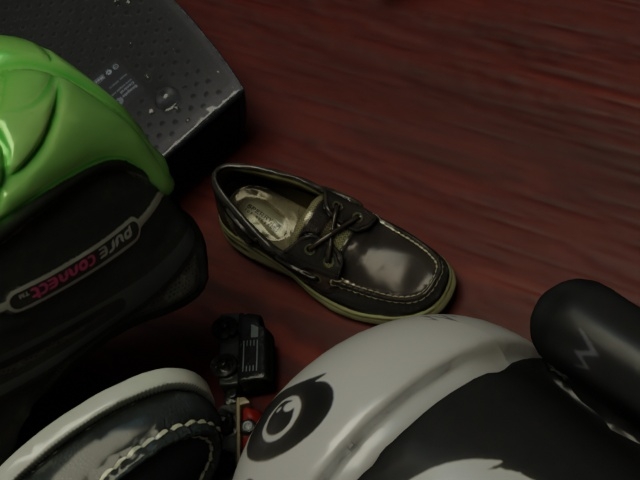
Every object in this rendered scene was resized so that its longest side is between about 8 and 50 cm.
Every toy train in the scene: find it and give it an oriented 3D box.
[{"bbox_3d":[-0.037,0.107,0.695,0.036,0.027,0.158,-6,58,8],"label":"toy train"}]

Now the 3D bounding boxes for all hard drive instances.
[{"bbox_3d":[-0.164,-0.099,0.852,0.172,0.054,0.255,-41,54,-4],"label":"hard drive"}]

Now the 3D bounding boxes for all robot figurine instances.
[{"bbox_3d":[0.084,0.147,0.526,0.209,0.174,0.278,-41,54,-13],"label":"robot figurine"}]

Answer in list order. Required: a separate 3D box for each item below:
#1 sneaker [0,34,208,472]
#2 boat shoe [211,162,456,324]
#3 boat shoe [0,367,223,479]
[{"bbox_3d":[-0.245,0.116,0.684,0.483,0.202,0.185,-40,37,19],"label":"sneaker"},{"bbox_3d":[0.000,0.000,0.725,0.152,0.049,0.056,20,71,31],"label":"boat shoe"},{"bbox_3d":[-0.143,0.193,0.645,0.302,0.114,0.091,-49,53,6],"label":"boat shoe"}]
